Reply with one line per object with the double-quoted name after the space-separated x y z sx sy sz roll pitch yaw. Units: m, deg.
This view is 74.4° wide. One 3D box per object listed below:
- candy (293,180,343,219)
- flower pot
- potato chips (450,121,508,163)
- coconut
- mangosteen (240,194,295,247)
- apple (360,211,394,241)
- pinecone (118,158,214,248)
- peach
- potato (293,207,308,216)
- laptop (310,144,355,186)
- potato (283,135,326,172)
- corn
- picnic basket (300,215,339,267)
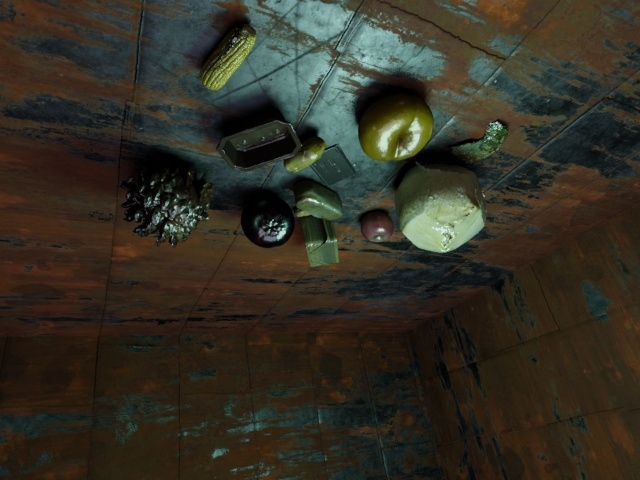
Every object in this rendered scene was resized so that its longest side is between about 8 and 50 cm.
-0.007 -0.157 1.690 0.102 0.104 0.234 -28 147 29 "candy"
-0.197 -0.325 1.345 0.250 0.084 0.179 -16 150 10 "flower pot"
0.607 -0.364 1.600 0.202 0.029 0.220 14 146 -38 "potato chips"
0.471 -0.120 1.648 0.346 0.361 0.346 -6 153 -3 "coconut"
-0.215 -0.080 1.687 0.216 0.216 0.216 -8 152 -4 "mangosteen"
0.258 -0.065 1.933 0.153 0.120 0.153 -3 153 -1 "apple"
-0.520 -0.126 1.413 0.295 0.299 0.242 33 158 -29 "pinecone"
0.244 -0.361 1.360 0.251 0.153 0.251 -11 159 -4 "peach"
-0.073 -0.125 1.797 0.083 0.040 0.051 -9 164 0 "potato"
0.043 -0.277 1.581 0.135 0.016 0.197 -21 150 17 "laptop"
-0.055 -0.292 1.433 0.170 0.107 0.080 -24 107 24 "potato"
-0.240 -0.469 1.084 0.072 0.072 0.203 19 139 -42 "corn"
0.000 0.000 1.918 0.139 0.165 0.267 -11 153 0 "picnic basket"
